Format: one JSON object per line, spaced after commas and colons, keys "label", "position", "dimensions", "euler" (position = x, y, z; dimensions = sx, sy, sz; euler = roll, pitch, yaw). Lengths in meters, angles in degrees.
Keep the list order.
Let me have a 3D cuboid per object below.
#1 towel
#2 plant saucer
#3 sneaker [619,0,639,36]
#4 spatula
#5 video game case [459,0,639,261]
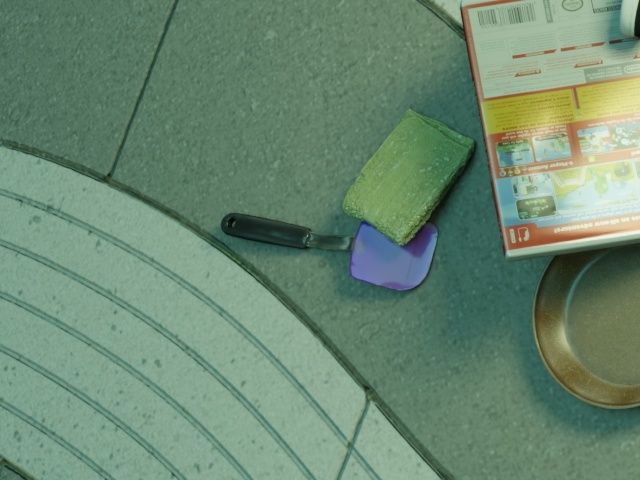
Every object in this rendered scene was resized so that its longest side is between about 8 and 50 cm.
{"label": "towel", "position": [0.100, -0.072, 1.820], "dimensions": [0.110, 0.027, 0.148], "euler": [33, 85, 35]}
{"label": "plant saucer", "position": [0.314, 0.076, 1.653], "dimensions": [0.198, 0.036, 0.199], "euler": [-7, 78, 33]}
{"label": "sneaker", "position": [0.393, -0.291, 1.618], "dimensions": [0.121, 0.079, 0.217], "euler": [22, 78, 19]}
{"label": "spatula", "position": [0.000, 0.000, 1.885], "dimensions": [0.296, 0.030, 0.084], "euler": [9, 80, 36]}
{"label": "video game case", "position": [0.266, -0.130, 1.643], "dimensions": [0.204, 0.025, 0.285], "euler": [-8, 73, 0]}
